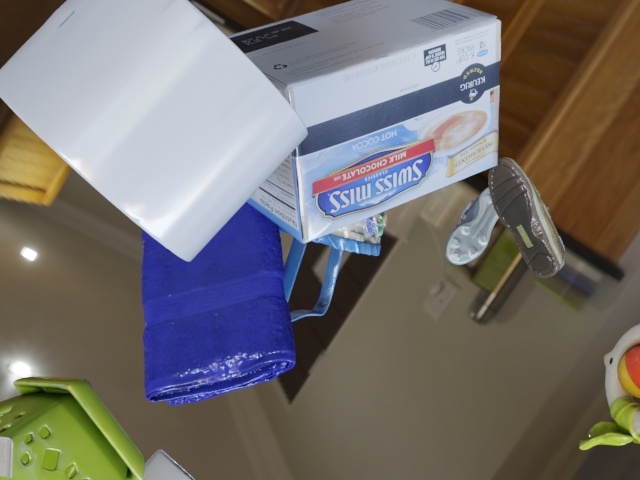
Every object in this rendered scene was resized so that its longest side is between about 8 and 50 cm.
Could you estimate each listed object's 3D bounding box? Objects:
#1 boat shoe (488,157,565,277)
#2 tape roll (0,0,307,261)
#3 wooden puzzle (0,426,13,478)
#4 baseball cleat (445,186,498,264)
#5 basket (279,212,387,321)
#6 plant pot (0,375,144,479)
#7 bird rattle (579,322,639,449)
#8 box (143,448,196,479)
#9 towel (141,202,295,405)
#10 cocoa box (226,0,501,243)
[{"bbox_3d":[0.310,-0.040,1.471,0.072,0.068,0.190,-31,-79,-47],"label":"boat shoe"},{"bbox_3d":[-0.154,-0.122,0.920,0.246,0.169,0.246,43,177,3],"label":"tape roll"},{"bbox_3d":[-0.421,0.267,1.242,0.079,0.116,0.014,17,-151,-6],"label":"wooden puzzle"},{"bbox_3d":[0.299,-0.019,1.952,0.072,0.206,0.109,42,153,-2],"label":"baseball cleat"},{"bbox_3d":[0.000,0.000,1.737,0.201,0.288,0.255,21,-173,15],"label":"basket"},{"bbox_3d":[-0.412,0.331,1.474,0.228,0.207,0.227,-8,121,49],"label":"plant pot"},{"bbox_3d":[0.471,0.211,1.416,0.143,0.253,0.206,6,-126,-13],"label":"bird rattle"},{"bbox_3d":[-0.311,0.502,1.839,0.127,0.148,0.232,40,155,5],"label":"box"},{"bbox_3d":[-0.157,0.087,1.487,0.076,0.228,0.308,64,-166,-55],"label":"towel"},{"bbox_3d":[0.049,-0.185,1.374,0.347,0.227,0.231,-22,-146,-26],"label":"cocoa box"}]
